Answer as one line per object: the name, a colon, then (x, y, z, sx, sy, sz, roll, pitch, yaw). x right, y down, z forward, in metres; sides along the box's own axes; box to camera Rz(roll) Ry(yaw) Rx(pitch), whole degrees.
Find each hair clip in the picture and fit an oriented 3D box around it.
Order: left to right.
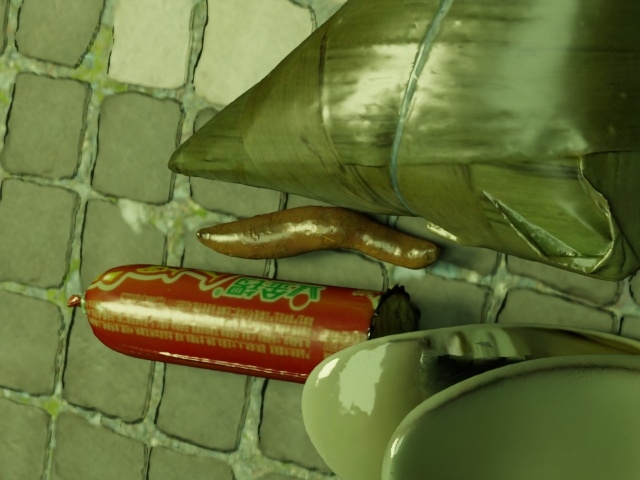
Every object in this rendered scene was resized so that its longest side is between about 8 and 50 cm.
hair clip: (0.133, 0.138, 1.091, 0.282, 0.113, 0.173, 10, 103, -15)

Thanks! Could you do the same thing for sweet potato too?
sweet potato: (-0.001, -0.004, 1.183, 0.179, 0.044, 0.044, 2, 96, 18)

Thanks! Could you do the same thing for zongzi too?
zongzi: (0.066, -0.159, 1.083, 0.360, 0.160, 0.323, 10, 94, 31)

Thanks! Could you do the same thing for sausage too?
sausage: (-0.065, 0.059, 1.198, 0.264, 0.083, 0.083, 6, 97, 25)
